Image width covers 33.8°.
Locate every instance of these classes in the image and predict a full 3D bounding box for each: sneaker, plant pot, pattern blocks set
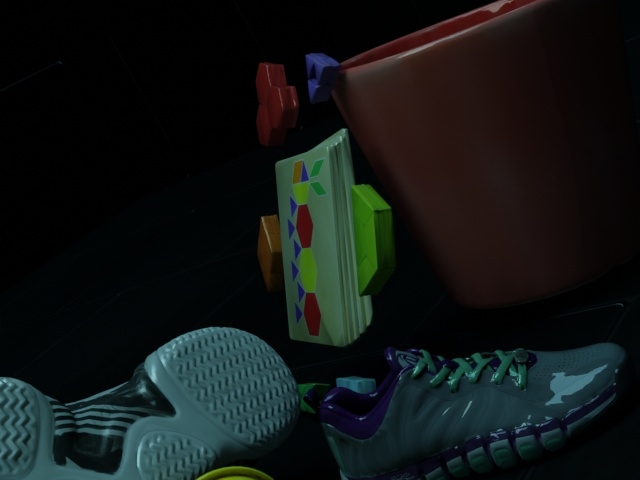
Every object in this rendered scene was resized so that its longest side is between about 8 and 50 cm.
[{"bbox_3d":[0.100,0.106,0.730,0.223,0.098,0.083,-26,13,13],"label":"sneaker"},{"bbox_3d":[0.167,-0.086,0.959,0.275,0.243,0.275,-20,11,4],"label":"plant pot"},{"bbox_3d":[0.000,0.000,0.930,0.026,0.325,0.285,-4,8,-21],"label":"pattern blocks set"},{"bbox_3d":[-0.193,0.191,0.773,0.365,0.137,0.210,-15,-27,-44],"label":"sneaker"}]

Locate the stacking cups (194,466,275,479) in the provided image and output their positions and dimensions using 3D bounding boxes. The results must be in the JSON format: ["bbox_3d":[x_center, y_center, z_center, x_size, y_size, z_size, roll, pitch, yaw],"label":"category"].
[{"bbox_3d":[-0.011,0.209,0.573,0.096,0.096,0.316,-32,13,-15],"label":"stacking cups"}]
